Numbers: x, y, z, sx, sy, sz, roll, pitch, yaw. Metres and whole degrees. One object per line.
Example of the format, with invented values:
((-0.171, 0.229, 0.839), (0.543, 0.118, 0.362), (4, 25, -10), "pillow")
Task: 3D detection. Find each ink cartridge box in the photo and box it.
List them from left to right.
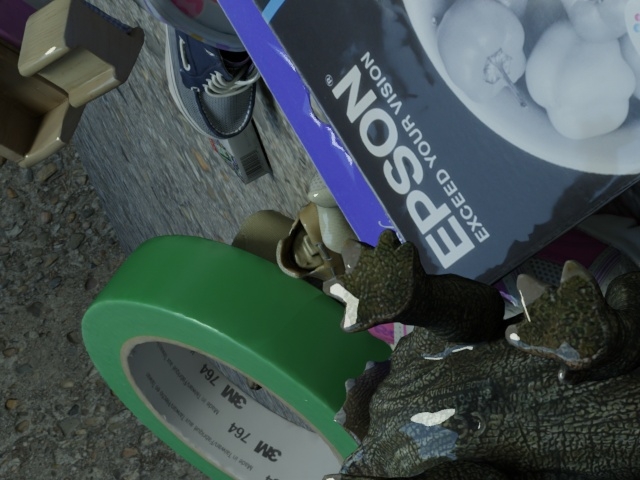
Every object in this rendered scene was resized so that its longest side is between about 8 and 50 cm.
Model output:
((-0.088, -0.104, 1.191), (0.115, 0.029, 0.063), (47, 162, 49), "ink cartridge box")
((0.029, -0.085, 0.466), (0.206, 0.045, 0.208), (59, 139, 10), "ink cartridge box")

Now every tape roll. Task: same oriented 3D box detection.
((-0.051, 0.131, 1.114), (0.321, 0.077, 0.321), (27, 151, 17), "tape roll")

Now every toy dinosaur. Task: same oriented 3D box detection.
((0.098, 0.054, 0.423), (0.160, 0.313, 0.121), (11, -113, -57), "toy dinosaur")

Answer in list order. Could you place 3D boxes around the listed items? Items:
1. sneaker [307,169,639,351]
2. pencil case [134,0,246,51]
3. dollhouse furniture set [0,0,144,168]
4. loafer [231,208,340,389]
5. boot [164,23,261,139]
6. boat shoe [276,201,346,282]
((0.080, 0.030, 0.577), (0.252, 0.111, 0.103), (50, 164, 42), "sneaker")
((-0.089, -0.203, 0.760), (0.273, 0.113, 0.124), (46, 131, 54), "pencil case")
((-0.146, -0.219, 0.581), (0.286, 0.198, 0.303), (31, 147, -31), "dollhouse furniture set")
((-0.036, 0.052, 1.187), (0.092, 0.102, 0.268), (58, 159, 20), "loafer")
((-0.074, -0.130, 0.967), (0.086, 0.069, 0.190), (55, 166, 41), "boot")
((0.000, 0.000, 0.950), (0.068, 0.072, 0.190), (58, 168, 15), "boat shoe")
